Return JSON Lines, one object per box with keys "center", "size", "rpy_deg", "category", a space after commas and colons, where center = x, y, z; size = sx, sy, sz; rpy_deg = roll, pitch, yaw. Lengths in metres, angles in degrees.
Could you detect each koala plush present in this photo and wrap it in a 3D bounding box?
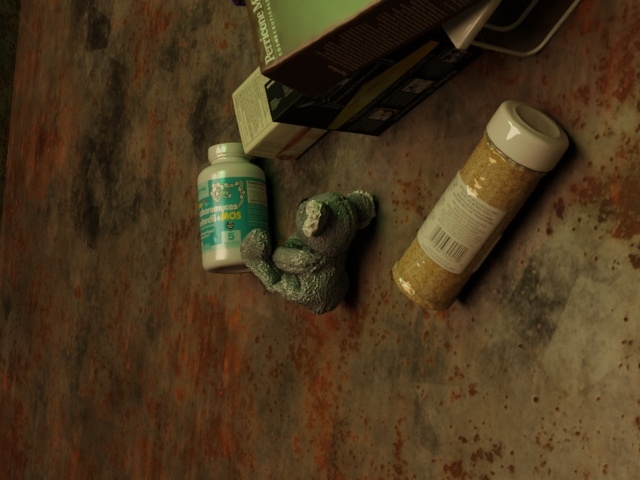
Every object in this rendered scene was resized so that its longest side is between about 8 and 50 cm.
{"center": [0.000, 0.000, 1.907], "size": [0.203, 0.196, 0.221], "rpy_deg": [50, 126, 28], "category": "koala plush"}

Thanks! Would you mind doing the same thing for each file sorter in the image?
{"center": [0.263, -0.447, 1.594], "size": [0.193, 0.173, 0.277], "rpy_deg": [-54, 48, 35], "category": "file sorter"}

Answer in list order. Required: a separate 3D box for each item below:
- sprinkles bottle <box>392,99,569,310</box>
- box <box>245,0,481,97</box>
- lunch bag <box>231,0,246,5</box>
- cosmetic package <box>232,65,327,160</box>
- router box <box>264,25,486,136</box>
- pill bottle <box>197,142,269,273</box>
{"center": [0.246, -0.050, 1.628], "size": [0.355, 0.121, 0.121], "rpy_deg": [-58, 46, 32], "category": "sprinkles bottle"}
{"center": [0.075, -0.387, 1.497], "size": [0.381, 0.143, 0.191], "rpy_deg": [-27, 66, 31], "category": "box"}
{"center": [-0.056, -0.629, 1.880], "size": [0.385, 0.239, 0.328], "rpy_deg": [-32, 55, 5], "category": "lunch bag"}
{"center": [-0.035, -0.294, 2.008], "size": [0.296, 0.129, 0.153], "rpy_deg": [-35, 59, 46], "category": "cosmetic package"}
{"center": [0.089, -0.295, 1.753], "size": [0.309, 0.243, 0.081], "rpy_deg": [-35, 60, 45], "category": "router box"}
{"center": [-0.184, -0.068, 2.169], "size": [0.146, 0.146, 0.264], "rpy_deg": [-19, 73, 50], "category": "pill bottle"}
